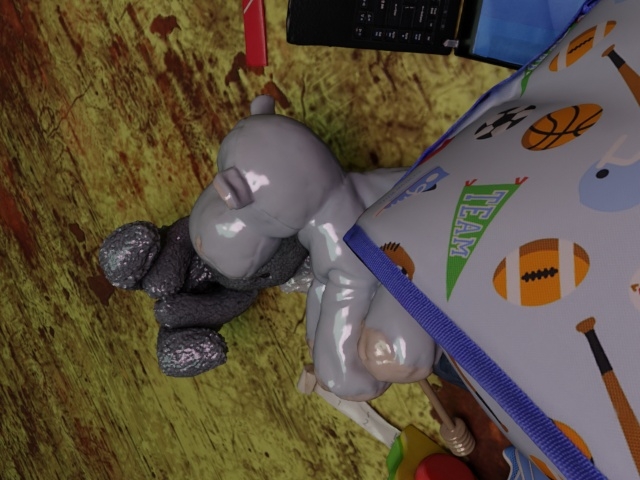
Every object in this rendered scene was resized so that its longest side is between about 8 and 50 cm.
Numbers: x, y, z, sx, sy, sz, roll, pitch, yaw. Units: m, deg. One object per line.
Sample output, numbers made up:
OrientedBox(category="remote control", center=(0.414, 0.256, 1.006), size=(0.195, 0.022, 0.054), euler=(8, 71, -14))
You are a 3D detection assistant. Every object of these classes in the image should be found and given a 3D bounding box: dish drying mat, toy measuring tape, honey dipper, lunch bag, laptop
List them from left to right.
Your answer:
OrientedBox(category="dish drying mat", center=(-0.077, -0.245, 0.842), size=(0.032, 0.008, 0.083), euler=(10, 111, 34))
OrientedBox(category="toy measuring tape", center=(0.076, 0.265, 0.832), size=(0.330, 0.121, 0.121), euler=(34, 123, 24))
OrientedBox(category="honey dipper", center=(0.123, 0.176, 0.766), size=(0.030, 0.030, 0.161), euler=(-1, 137, 38))
OrientedBox(category="laptop", center=(0.124, -0.259, 0.597), size=(0.136, 0.264, 0.234), euler=(-125, 38, -60))
OrientedBox(category="lunch bag", center=(0.228, 0.003, 0.456), size=(0.328, 0.239, 0.385), euler=(-43, 45, 0))

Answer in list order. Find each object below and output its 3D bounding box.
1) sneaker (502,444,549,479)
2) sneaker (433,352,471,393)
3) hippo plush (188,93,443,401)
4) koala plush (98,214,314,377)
OrientedBox(category="sneaker", center=(0.185, 0.307, 0.729), size=(0.081, 0.211, 0.080), euler=(24, 161, 28))
OrientedBox(category="sneaker", center=(0.197, 0.135, 0.669), size=(0.350, 0.148, 0.131), euler=(20, 117, 32))
OrientedBox(category="hippo plush", center=(0.000, 0.000, 0.670), size=(0.236, 0.234, 0.294), euler=(25, 134, -20))
OrientedBox(category="koala plush", center=(-0.104, 0.019, 0.871), size=(0.221, 0.203, 0.196), euler=(-28, 97, 19))
